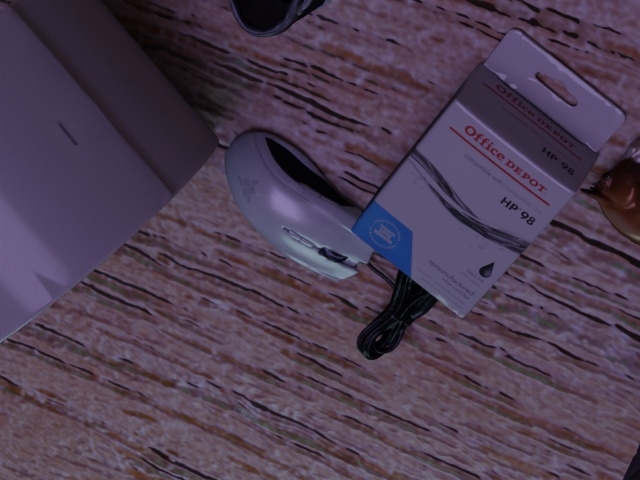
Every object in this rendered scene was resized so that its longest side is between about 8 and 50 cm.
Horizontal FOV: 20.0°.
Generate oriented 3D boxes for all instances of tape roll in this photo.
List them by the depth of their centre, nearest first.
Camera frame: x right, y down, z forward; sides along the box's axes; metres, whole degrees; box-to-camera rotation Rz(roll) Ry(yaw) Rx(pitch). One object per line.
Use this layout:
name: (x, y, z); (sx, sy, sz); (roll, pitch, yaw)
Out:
tape roll: (-0.216, -0.054, 1.277); (0.246, 0.246, 0.169); (-31, 103, 38)

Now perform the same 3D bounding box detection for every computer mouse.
computer mouse: (0.000, 0.000, 1.334); (0.193, 0.042, 0.106); (40, 130, -2)

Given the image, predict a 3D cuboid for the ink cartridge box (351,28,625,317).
ink cartridge box: (0.113, -0.044, 1.237); (0.104, 0.060, 0.180); (38, 130, 0)

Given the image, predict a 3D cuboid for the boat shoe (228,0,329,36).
boat shoe: (-0.007, -0.264, 1.125); (0.108, 0.102, 0.301); (25, 129, 10)

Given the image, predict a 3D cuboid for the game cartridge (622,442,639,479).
game cartridge: (0.353, 0.243, 1.196); (0.355, 0.230, 0.068); (40, 129, -3)

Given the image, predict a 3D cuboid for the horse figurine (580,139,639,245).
horse figurine: (0.314, 0.001, 1.164); (0.263, 0.066, 0.174); (39, 124, 2)
